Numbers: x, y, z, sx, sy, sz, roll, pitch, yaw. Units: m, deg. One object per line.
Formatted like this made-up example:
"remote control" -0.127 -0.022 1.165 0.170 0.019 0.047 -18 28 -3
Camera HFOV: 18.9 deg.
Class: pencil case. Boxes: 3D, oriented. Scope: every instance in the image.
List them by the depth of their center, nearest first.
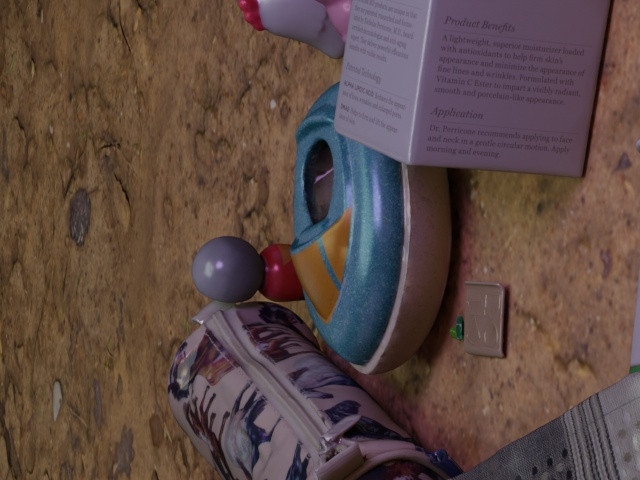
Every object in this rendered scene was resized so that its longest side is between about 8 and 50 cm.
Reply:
"pencil case" -0.010 0.181 1.696 0.410 0.160 0.183 39 148 62

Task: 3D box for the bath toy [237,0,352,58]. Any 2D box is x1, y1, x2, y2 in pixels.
"bath toy" 0.030 -0.233 1.692 0.348 0.129 0.151 -177 82 -68

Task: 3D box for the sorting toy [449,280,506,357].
"sorting toy" 0.130 0.064 1.581 0.083 0.012 0.062 1 93 63

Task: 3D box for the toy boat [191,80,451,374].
"toy boat" 0.000 0.000 1.720 0.318 0.148 0.267 146 123 -61

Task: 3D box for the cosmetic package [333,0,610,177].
"cosmetic package" 0.115 -0.154 1.468 0.151 0.151 0.184 -150 66 -65

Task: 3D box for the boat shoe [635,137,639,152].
"boat shoe" 0.256 -0.087 1.102 0.156 0.136 0.367 -46 38 25

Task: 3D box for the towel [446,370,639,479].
"towel" 0.181 0.280 1.303 0.312 0.056 0.324 -38 57 46

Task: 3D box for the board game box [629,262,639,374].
"board game box" 0.258 -0.005 1.271 0.124 0.039 0.259 -165 77 -67
